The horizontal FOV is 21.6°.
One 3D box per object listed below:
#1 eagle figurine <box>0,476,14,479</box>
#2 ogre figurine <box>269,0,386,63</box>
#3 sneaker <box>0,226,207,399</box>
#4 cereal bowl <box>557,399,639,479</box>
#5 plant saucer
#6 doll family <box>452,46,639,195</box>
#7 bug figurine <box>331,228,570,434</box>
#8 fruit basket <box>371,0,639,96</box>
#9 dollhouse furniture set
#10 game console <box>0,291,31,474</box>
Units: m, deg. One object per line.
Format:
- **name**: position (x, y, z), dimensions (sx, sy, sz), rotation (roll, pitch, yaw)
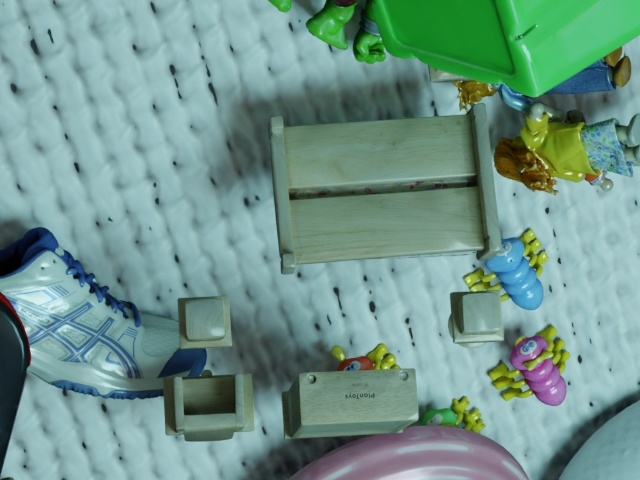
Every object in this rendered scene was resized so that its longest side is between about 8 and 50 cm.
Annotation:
- **eagle figurine**: position (-0.339, 0.334, 1.563), dimensions (0.226, 0.225, 0.298), rotation (3, 152, 20)
- **ogre figurine**: position (0.012, -0.243, 1.485), dimensions (0.197, 0.097, 0.118), rotation (37, 107, -16)
- **sneaker**: position (-0.232, 0.060, 1.510), dimensions (0.296, 0.112, 0.131), rotation (10, 102, -26)
- **cereal bowl**: position (0.404, 0.333, 1.803), dimensions (0.339, 0.141, 0.339), rotation (-11, 115, -24)
- **plant saucer**: position (0.076, 0.338, 1.703), dimensions (0.332, 0.084, 0.332), rotation (-10, 127, -14)
- **doll family**: position (0.213, -0.134, 1.569), dimensions (0.118, 0.163, 0.263), rotation (-53, 128, -45)
- **bug figurine**: position (0.145, 0.125, 1.690), dimensions (0.279, 0.072, 0.216), rotation (-39, 118, -2)
- **fruit basket**: position (0.196, -0.347, 1.363), dimensions (0.392, 0.283, 0.392), rotation (-25, 125, -42)
- **dollhouse furniture set**: position (0.000, 0.000, 1.555), dimensions (0.303, 0.174, 0.355), rotation (-3, 79, -5)
- **game console**: position (-0.451, 0.160, 1.353), dimensions (0.387, 0.060, 0.342), rotation (13, 101, -13)
